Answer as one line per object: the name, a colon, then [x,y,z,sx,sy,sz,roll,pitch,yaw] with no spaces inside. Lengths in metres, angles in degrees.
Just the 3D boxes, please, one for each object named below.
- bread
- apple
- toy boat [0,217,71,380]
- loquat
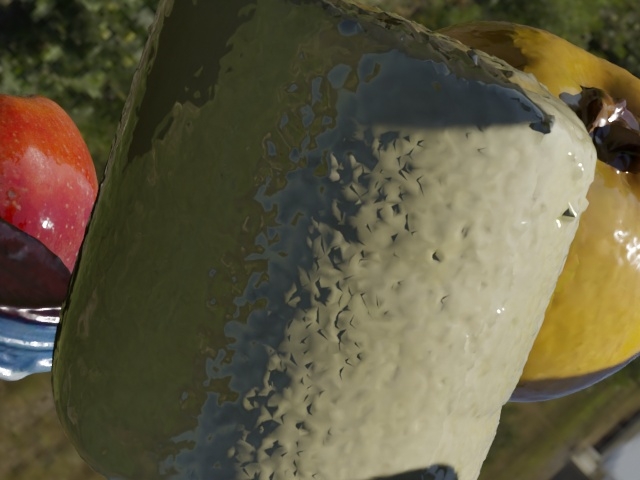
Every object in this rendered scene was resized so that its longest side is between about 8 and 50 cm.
bread: [0.000,0.000,0.409,0.148,0.134,0.141,-130,-123,-66]
apple: [-0.322,-0.041,1.344,0.218,0.201,0.218,0,180,0]
toy boat: [-0.324,0.038,1.158,0.142,0.309,0.129,-39,-143,37]
loquat: [0.099,-0.015,0.751,0.208,0.208,0.208,-40,167,-11]
